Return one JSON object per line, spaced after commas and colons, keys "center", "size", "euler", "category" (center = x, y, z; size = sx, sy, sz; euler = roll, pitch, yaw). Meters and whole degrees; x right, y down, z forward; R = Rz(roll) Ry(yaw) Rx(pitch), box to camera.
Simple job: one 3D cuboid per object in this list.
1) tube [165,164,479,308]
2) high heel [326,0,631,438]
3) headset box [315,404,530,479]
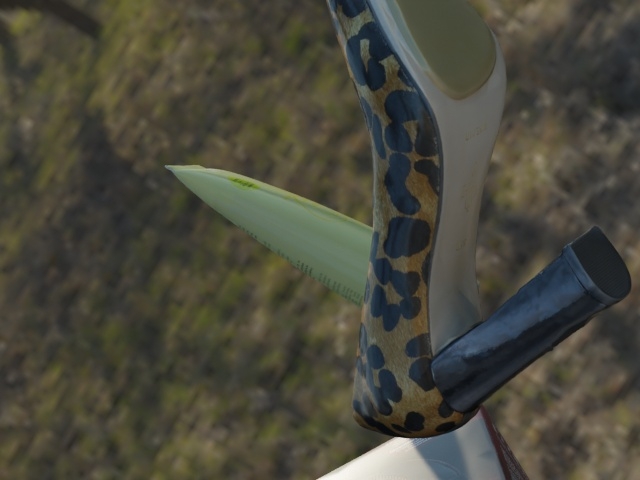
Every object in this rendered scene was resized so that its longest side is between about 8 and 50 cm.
{"center": [0.000, 0.000, 1.429], "size": [0.062, 0.240, 0.070], "euler": [-55, -12, -33], "category": "tube"}
{"center": [0.025, -0.030, 1.013], "size": [0.093, 0.261, 0.186], "euler": [-16, -19, -50], "category": "high heel"}
{"center": [0.037, 0.226, 1.090], "size": [0.218, 0.110, 0.293], "euler": [-29, 23, 7], "category": "headset box"}
